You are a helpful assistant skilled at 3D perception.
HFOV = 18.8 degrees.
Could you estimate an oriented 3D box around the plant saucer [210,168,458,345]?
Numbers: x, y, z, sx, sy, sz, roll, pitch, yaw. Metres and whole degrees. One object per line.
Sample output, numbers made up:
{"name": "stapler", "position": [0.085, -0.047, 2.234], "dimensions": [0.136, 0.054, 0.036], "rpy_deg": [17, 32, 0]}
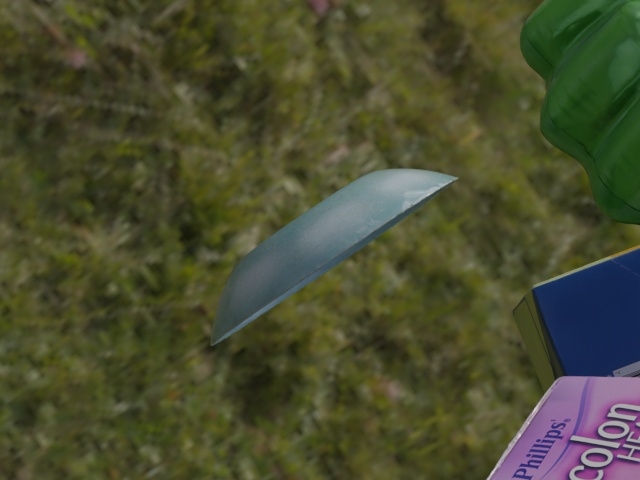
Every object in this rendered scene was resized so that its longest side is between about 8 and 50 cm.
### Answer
{"name": "plant saucer", "position": [0.000, 0.000, 1.254], "dimensions": [0.037, 0.195, 0.195], "rpy_deg": [57, 39, 2]}

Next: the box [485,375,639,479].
{"name": "box", "position": [0.226, 0.187, 0.936], "dimensions": [0.117, 0.243, 0.214], "rpy_deg": [-45, 128, -53]}

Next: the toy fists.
{"name": "toy fists", "position": [0.199, -0.013, 0.718], "dimensions": [0.279, 0.096, 0.142], "rpy_deg": [42, 36, 13]}

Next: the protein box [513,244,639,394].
{"name": "protein box", "position": [0.251, 0.090, 1.184], "dimensions": [0.136, 0.201, 0.200], "rpy_deg": [86, -17, -82]}
